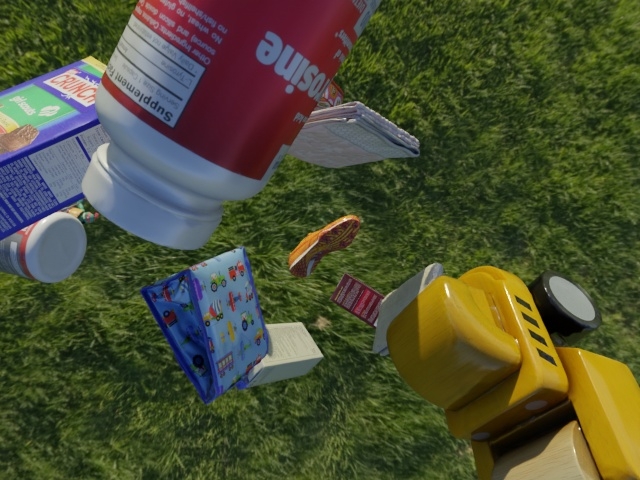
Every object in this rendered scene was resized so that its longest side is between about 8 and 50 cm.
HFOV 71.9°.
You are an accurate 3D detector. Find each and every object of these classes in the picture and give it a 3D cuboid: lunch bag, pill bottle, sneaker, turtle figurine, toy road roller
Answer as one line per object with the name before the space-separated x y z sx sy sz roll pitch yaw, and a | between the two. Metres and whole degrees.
lunch bag | -0.215 0.188 0.968 0.138 0.221 0.294 -22 93 24
pill bottle | -0.118 -0.200 0.537 0.229 0.229 0.408 32 105 -7
sneaker | 0.000 0.000 0.843 0.175 0.068 0.064 -35 130 22
lunch bag | -0.073 -0.589 1.777 0.292 0.258 0.120 9 90 23
pill bottle | -0.915 -0.009 1.309 0.362 0.210 0.211 11 87 11
turtle figurine | -0.892 -0.103 1.564 0.233 0.175 0.118 5 117 1
toy road roller | 0.220 0.182 0.547 0.240 0.203 0.330 17 42 -18

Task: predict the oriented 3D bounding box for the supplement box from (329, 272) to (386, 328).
supplement box | 0.173 0.245 1.775 0.239 0.073 0.130 31 93 18

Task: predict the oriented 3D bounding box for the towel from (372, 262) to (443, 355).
towel | 0.241 0.199 1.223 0.049 0.282 0.187 26 52 -13

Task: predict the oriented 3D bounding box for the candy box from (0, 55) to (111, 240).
candy box | -0.462 -0.176 0.756 0.317 0.122 0.268 -36 51 -27

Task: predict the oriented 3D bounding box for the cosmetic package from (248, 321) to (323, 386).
cosmetic package | -0.148 0.366 1.446 0.113 0.309 0.160 -48 59 19

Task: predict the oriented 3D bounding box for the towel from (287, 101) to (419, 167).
towel | 0.047 -0.250 1.127 0.331 0.316 0.054 8 82 -53
